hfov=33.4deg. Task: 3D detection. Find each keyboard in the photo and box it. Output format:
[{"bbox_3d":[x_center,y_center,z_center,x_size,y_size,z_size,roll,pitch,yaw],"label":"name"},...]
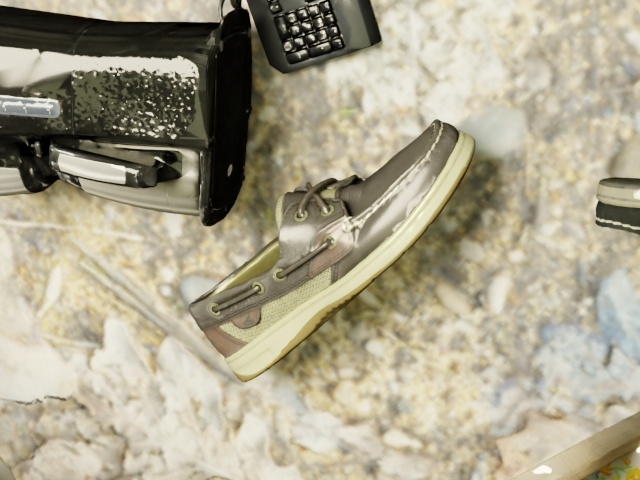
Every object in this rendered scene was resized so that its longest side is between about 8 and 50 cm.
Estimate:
[{"bbox_3d":[-0.017,-0.200,0.632,0.100,0.038,0.192,-16,104,15],"label":"keyboard"}]

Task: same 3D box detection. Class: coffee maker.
[{"bbox_3d":[-0.137,-0.102,0.657,0.178,0.120,0.171,7,85,8],"label":"coffee maker"}]

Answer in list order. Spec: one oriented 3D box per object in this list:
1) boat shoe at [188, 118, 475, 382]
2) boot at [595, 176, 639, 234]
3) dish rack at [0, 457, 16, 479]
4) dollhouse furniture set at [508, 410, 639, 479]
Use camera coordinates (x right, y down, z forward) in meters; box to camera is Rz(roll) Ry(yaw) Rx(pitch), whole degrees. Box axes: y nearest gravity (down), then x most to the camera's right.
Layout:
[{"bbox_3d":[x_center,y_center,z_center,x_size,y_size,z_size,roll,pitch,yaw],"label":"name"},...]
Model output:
[{"bbox_3d":[0.000,0.000,0.669,0.073,0.080,0.223,41,115,-9],"label":"boat shoe"},{"bbox_3d":[0.257,0.068,0.626,0.236,0.085,0.178,17,100,1],"label":"boot"},{"bbox_3d":[-0.276,0.293,0.733,0.285,0.072,0.333,-17,105,14],"label":"dish rack"},{"bbox_3d":[0.094,0.351,0.603,0.394,0.256,0.362,-37,72,33],"label":"dollhouse furniture set"}]
